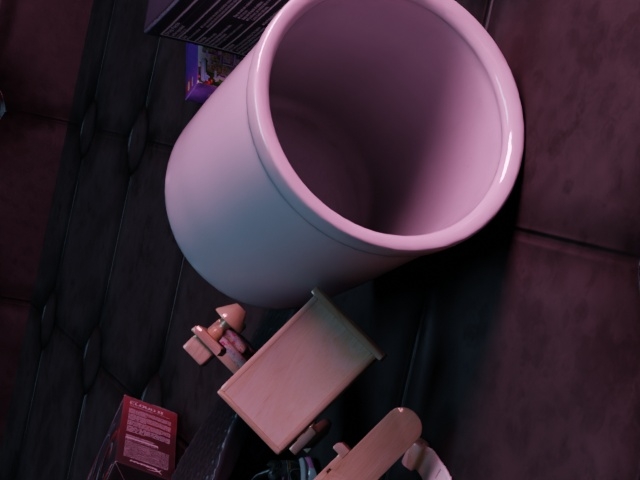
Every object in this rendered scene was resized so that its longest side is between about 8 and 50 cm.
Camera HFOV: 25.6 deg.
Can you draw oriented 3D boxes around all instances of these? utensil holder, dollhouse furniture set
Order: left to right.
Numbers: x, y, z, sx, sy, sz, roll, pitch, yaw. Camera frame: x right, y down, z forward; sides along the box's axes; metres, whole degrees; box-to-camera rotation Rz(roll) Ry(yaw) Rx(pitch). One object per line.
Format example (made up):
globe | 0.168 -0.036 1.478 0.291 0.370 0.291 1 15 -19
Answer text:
dollhouse furniture set | 0.003 0.183 1.801 0.174 0.303 0.355 -44 -9 -1
utensil holder | 0.008 -0.097 1.705 0.385 0.328 0.327 147 130 -62

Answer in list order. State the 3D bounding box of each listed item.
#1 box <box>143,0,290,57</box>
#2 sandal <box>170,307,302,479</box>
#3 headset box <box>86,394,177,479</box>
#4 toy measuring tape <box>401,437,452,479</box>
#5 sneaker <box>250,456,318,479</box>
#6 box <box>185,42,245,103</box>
box | -0.064 -0.389 2.034 0.296 0.294 0.182 156 122 -62
sandal | -0.105 0.286 2.046 0.445 0.107 0.167 -60 17 0
headset box | -0.338 0.422 2.449 0.293 0.110 0.218 -102 36 -71
toy measuring tape | 0.117 0.314 1.527 0.330 0.121 0.121 -121 47 -58
sneaker | -0.072 0.359 1.990 0.072 0.077 0.178 -104 33 -47
box | -0.112 -0.333 2.239 0.057 0.201 0.293 -46 39 51
